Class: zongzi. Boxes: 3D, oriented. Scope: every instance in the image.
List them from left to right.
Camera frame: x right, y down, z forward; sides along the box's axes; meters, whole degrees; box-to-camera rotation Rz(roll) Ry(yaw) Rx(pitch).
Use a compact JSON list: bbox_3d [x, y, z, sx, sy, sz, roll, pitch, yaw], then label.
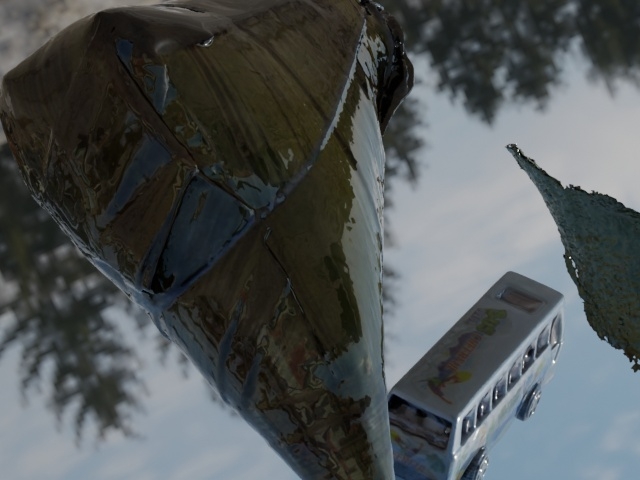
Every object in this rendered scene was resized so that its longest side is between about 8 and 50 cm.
[{"bbox_3d":[0.000,0.000,0.917,0.138,0.300,0.286,-39,175,30],"label":"zongzi"}]

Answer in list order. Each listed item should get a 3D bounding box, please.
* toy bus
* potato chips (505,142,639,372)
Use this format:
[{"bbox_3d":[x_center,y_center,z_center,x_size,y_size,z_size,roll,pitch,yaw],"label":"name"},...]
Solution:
[{"bbox_3d":[0.156,0.149,1.801,0.109,0.136,0.330,23,-149,19],"label":"toy bus"},{"bbox_3d":[0.235,0.016,1.382,0.059,0.167,0.228,-31,-135,-23],"label":"potato chips"}]
